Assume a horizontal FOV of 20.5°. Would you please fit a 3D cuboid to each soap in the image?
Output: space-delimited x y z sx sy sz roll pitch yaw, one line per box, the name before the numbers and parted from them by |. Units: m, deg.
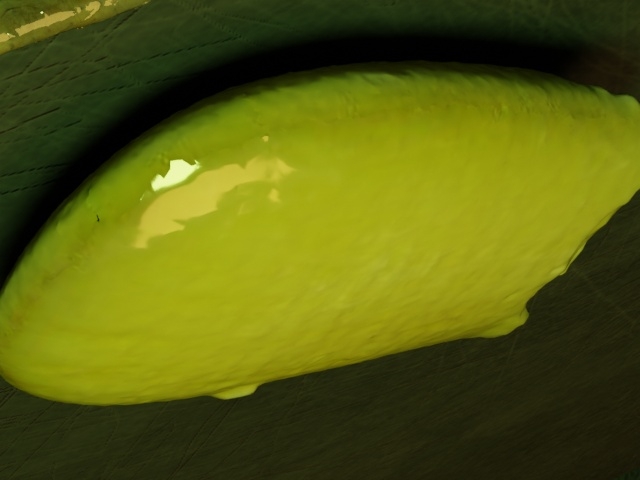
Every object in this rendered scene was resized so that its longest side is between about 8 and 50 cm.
soap | -0.001 -0.003 1.067 0.427 0.115 0.306 -5 153 -43

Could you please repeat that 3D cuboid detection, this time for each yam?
yam | -0.145 -0.096 0.794 0.145 0.032 0.032 -24 159 -12
